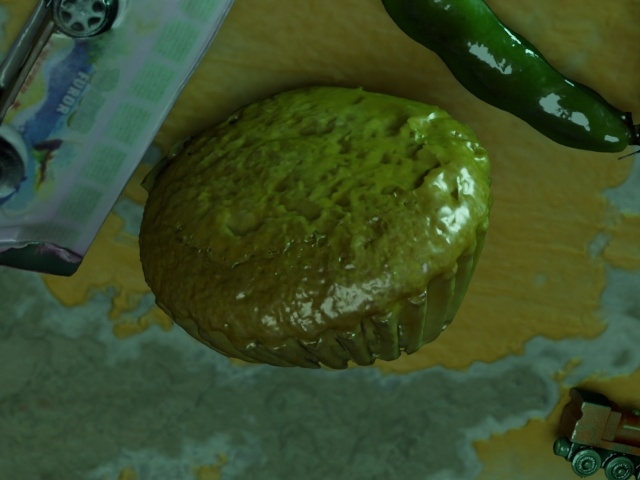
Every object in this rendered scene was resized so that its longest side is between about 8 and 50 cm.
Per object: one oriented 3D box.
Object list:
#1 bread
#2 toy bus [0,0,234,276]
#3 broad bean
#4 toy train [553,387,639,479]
[{"bbox_3d":[0.001,-0.002,0.970,0.240,0.240,0.139,-17,124,3],"label":"bread"},{"bbox_3d":[-0.159,-0.102,0.986,0.112,0.090,0.274,24,112,-24],"label":"toy bus"},{"bbox_3d":[0.119,-0.128,1.016,0.254,0.046,0.065,35,135,-16],"label":"broad bean"},{"bbox_3d":[0.237,0.157,1.166,0.103,0.044,0.064,14,103,-11],"label":"toy train"}]
